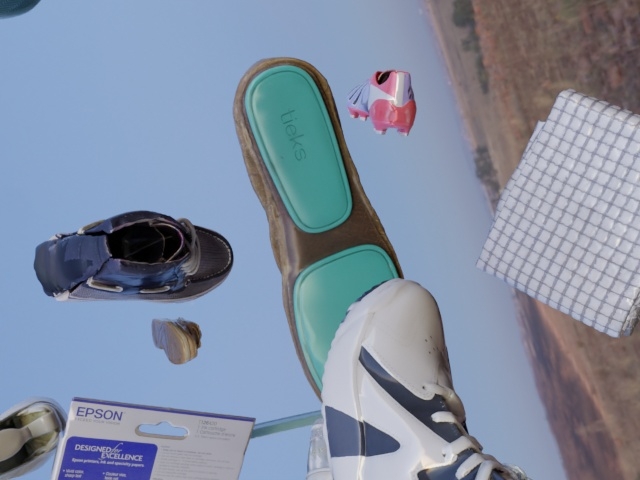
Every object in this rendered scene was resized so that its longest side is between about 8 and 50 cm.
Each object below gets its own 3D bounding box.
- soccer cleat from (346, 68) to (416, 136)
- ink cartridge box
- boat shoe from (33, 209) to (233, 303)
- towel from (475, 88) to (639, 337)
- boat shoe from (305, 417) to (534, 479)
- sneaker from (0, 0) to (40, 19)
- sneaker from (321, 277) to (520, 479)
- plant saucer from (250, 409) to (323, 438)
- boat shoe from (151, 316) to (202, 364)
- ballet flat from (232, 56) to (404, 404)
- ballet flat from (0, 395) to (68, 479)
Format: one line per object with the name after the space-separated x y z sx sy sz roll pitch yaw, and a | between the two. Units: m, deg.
0.095 -0.224 1.151 0.248 0.083 0.095 -112 28 -70 | soccer cleat
-0.291 0.406 1.240 0.072 0.304 0.307 -149 73 -67 | ink cartridge box
-0.210 0.023 1.057 0.340 0.158 0.127 -7 -97 -53 | boat shoe
0.377 -0.040 1.034 0.235 0.283 0.121 31 -165 34 | towel
0.139 0.278 0.860 0.118 0.320 0.103 109 169 -53 | boat shoe
-0.413 -0.360 0.876 0.319 0.208 0.127 -67 -14 -50 | sneaker
0.079 0.115 0.350 0.094 0.153 0.235 48 -139 -37 | sneaker
-0.077 0.335 1.357 0.067 0.192 0.018 55 -158 -86 | plant saucer
-0.205 0.141 1.109 0.170 0.059 0.063 -167 72 -64 | boat shoe
0.000 0.000 0.701 0.124 0.116 0.342 -133 23 -80 | ballet flat
-0.583 0.387 1.443 0.400 0.139 0.139 -21 -87 -73 | ballet flat
